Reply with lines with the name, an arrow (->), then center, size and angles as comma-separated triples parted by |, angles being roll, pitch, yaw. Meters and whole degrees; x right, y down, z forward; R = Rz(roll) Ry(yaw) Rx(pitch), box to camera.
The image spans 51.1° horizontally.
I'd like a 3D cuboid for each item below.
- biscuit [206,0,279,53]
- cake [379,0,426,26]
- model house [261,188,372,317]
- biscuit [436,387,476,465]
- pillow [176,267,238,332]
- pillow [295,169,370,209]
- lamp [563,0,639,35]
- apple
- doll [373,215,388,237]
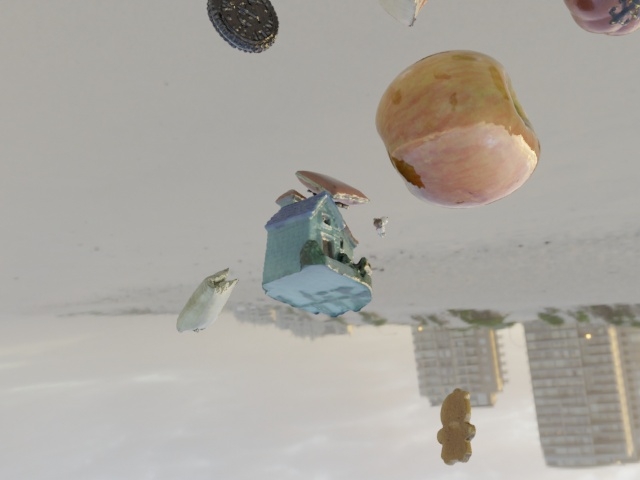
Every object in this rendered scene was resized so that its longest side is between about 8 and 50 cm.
biscuit -> -0.183, -0.534, 1.598 | 0.194, 0.195, 0.053 | -5, 167, -38
cake -> 0.289, -0.836, 2.130 | 0.159, 0.262, 0.158 | 27, 158, 12
model house -> 0.000, 0.000, 1.806 | 0.251, 0.330, 0.294 | -26, 143, 36
biscuit -> 0.416, 0.567, 2.047 | 0.036, 0.226, 0.166 | 17, 148, -24
pillow -> -0.299, 0.161, 1.769 | 0.181, 0.078, 0.134 | -54, 167, 17
pillow -> 0.029, -0.144, 1.933 | 0.171, 0.075, 0.179 | 10, -164, -48
lamp -> 0.723, -0.647, 1.602 | 0.305, 0.240, 0.305 | -9, 137, -9
apple -> 0.327, -0.266, 1.639 | 0.346, 0.392, 0.391 | -23, 171, 20
doll -> 0.201, -0.046, 2.266 | 0.058, 0.085, 0.040 | -20, -130, -34
